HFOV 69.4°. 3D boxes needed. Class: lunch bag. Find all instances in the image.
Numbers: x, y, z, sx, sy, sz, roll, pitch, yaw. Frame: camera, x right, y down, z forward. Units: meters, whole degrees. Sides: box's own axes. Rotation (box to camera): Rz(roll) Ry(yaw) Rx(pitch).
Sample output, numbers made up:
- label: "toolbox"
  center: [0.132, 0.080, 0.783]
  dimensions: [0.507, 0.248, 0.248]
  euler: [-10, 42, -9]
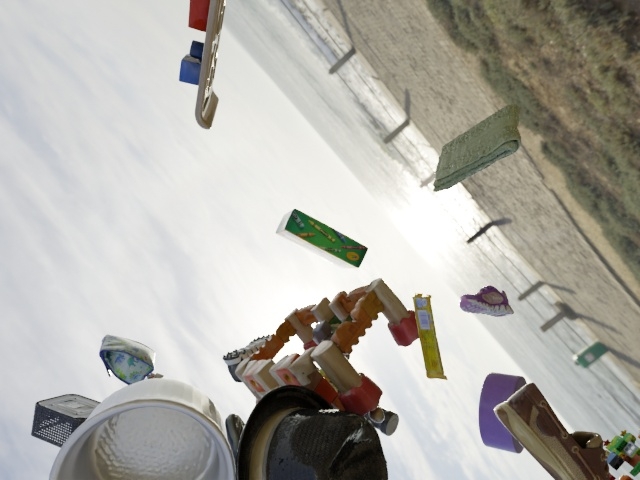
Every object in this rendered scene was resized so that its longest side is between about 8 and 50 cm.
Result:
- label: "lunch bag"
  center: [-0.554, 0.332, 1.306]
  dimensions: [0.151, 0.096, 0.129]
  euler: [42, 172, -20]

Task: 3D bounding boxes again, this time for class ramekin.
- label: "ramekin"
  center: [-0.285, 0.373, 0.779]
  dimensions: [0.277, 0.277, 0.135]
  euler: [47, 175, -13]

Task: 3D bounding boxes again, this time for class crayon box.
- label: "crayon box"
  center: [0.000, 0.000, 1.538]
  dimensions: [0.278, 0.081, 0.165]
  euler: [28, 170, -13]

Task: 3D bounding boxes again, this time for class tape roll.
- label: "tape roll"
  center: [0.476, 0.440, 1.189]
  dimensions: [0.189, 0.080, 0.189]
  euler: [5, -96, -54]

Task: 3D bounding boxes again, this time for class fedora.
- label: "fedora"
  center: [0.013, 0.390, 0.798]
  dimensions: [0.334, 0.152, 0.334]
  euler: [42, -146, -38]

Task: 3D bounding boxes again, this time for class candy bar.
- label: "candy bar"
  center: [0.190, 0.169, 0.806]
  dimensions: [0.018, 0.040, 0.161]
  euler: [-19, -80, -47]

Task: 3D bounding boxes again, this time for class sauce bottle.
- label: "sauce bottle"
  center: [0.089, 0.508, 1.468]
  dimensions: [0.344, 0.111, 0.111]
  euler: [12, 161, 40]

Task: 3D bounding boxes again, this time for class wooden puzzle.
- label: "wooden puzzle"
  center: [-0.270, -0.470, 1.073]
  dimensions: [0.080, 0.348, 0.322]
  euler: [5, -152, -12]

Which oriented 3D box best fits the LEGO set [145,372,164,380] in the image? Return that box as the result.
- label: "LEGO set"
  center: [-0.610, 0.558, 1.546]
  dimensions: [0.060, 0.244, 0.182]
  euler: [32, -163, -20]

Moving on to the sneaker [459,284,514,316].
- label: "sneaker"
  center: [0.588, 0.209, 1.654]
  dimensions: [0.236, 0.095, 0.105]
  euler: [12, -112, -28]

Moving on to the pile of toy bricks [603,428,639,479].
- label: "pile of toy bricks"
  center: [0.758, 0.529, 1.152]
  dimensions: [0.118, 0.212, 0.105]
  euler: [38, -176, -11]

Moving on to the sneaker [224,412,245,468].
- label: "sneaker"
  center: [-0.228, 0.565, 1.176]
  dimensions: [0.087, 0.130, 0.227]
  euler: [1, -110, -83]

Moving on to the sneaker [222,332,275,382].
- label: "sneaker"
  center: [-0.187, 0.354, 1.392]
  dimensions: [0.234, 0.078, 0.106]
  euler: [-18, -83, -48]

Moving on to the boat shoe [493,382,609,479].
- label: "boat shoe"
  center: [0.497, 0.420, 0.886]
  dimensions: [0.342, 0.123, 0.123]
  euler: [46, -179, 9]

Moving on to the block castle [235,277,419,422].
- label: "block castle"
  center: [0.019, 0.295, 1.133]
  dimensions: [0.213, 0.453, 0.303]
  euler: [53, -129, -8]

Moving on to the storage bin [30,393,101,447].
- label: "storage bin"
  center: [-0.649, 0.474, 1.215]
  dimensions: [0.180, 0.084, 0.122]
  euler: [7, 178, 24]

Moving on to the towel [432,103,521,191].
- label: "towel"
  center: [0.231, -0.136, 0.691]
  dimensions: [0.027, 0.148, 0.110]
  euler: [38, -134, -19]
